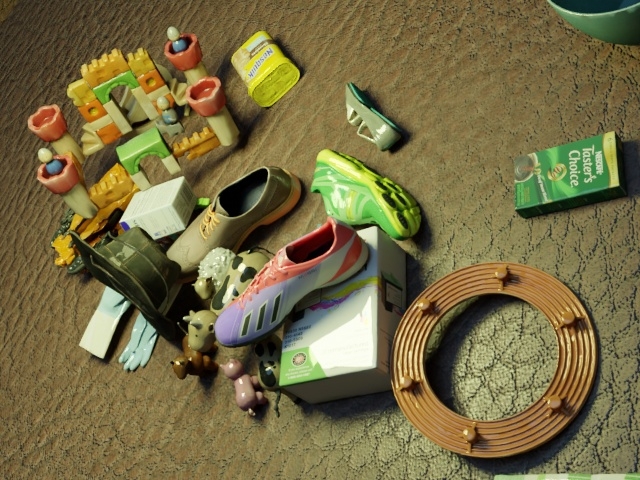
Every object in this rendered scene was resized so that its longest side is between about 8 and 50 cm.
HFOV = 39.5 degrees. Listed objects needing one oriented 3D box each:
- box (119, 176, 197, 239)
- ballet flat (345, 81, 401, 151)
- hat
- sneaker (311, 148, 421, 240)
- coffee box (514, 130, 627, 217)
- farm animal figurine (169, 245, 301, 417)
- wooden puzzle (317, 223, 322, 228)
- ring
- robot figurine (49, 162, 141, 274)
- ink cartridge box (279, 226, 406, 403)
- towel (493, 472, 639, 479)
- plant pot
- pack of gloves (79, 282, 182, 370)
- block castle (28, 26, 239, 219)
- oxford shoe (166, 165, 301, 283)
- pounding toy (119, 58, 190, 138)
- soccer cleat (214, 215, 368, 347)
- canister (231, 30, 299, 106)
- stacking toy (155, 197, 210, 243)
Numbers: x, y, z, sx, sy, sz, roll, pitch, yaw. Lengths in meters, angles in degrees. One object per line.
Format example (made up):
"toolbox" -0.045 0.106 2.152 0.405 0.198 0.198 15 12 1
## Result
"box" -0.363 -0.066 2.010 0.137 0.072 0.126 -17 30 18
"ballet flat" 0.091 -0.256 1.852 0.068 0.072 0.213 -49 45 13
"hat" -0.373 0.055 1.845 0.331 0.331 0.134 25 65 44
"sneaker" 0.086 -0.071 1.739 0.295 0.110 0.123 42 116 43
"coffee box" 0.423 -0.111 1.522 0.184 0.040 0.113 -12 57 33
"farm animal figurine" -0.163 0.158 1.729 0.330 0.172 0.326 1 65 39
"wooden puzzle" 0.000 0.000 1.813 0.049 0.006 0.083 -30 49 21
"ring" 0.269 0.181 1.431 0.337 0.032 0.336 -12 58 20
"robot figurine" -0.552 -0.042 2.219 0.291 0.085 0.211 -51 45 1
"ink cartridge box" 0.044 0.136 1.618 0.201 0.117 0.278 -16 55 29
"towel" 0.386 0.444 1.224 0.325 0.038 0.247 -12 56 35
"plant pot" 0.544 -0.446 1.520 0.290 0.195 0.290 -20 53 29
"pack of gloves" -0.420 0.172 2.018 0.195 0.046 0.232 22 85 29
"block castle" -0.442 -0.286 2.065 0.453 0.212 0.303 -28 45 0
"oxford shoe" -0.217 -0.043 1.903 0.364 0.133 0.130 -40 65 12
"pounding toy" -0.429 -0.369 2.269 0.269 0.154 0.155 -53 45 1
"soccer cleat" -0.070 0.070 1.562 0.318 0.116 0.108 -34 50 8
"canister" -0.135 -0.411 2.121 0.126 0.073 0.170 -42 45 10
"stacking toy" -0.364 -0.014 2.076 0.221 0.052 0.166 -9 60 34
